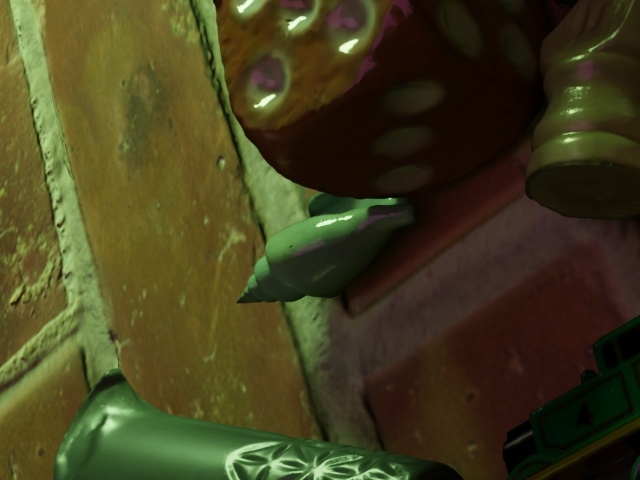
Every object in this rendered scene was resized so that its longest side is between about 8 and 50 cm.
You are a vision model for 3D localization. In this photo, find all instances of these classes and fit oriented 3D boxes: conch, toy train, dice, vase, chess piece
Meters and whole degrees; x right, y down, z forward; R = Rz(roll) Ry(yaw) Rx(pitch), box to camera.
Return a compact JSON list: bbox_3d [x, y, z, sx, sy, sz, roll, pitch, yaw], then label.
[{"bbox_3d":[0.004,0.007,1.062,0.180,0.088,0.065,-28,105,29],"label":"conch"},{"bbox_3d":[0.183,0.125,0.833,0.228,0.091,0.136,-35,47,36],"label":"toy train"},{"bbox_3d":[0.046,-0.142,0.967,0.179,0.174,0.175,-31,58,34],"label":"dice"},{"bbox_3d":[-0.038,0.214,1.001,0.301,0.156,0.251,-5,93,38],"label":"vase"},{"bbox_3d":[0.183,-0.120,0.902,0.090,0.090,0.200,-11,62,43],"label":"chess piece"}]
